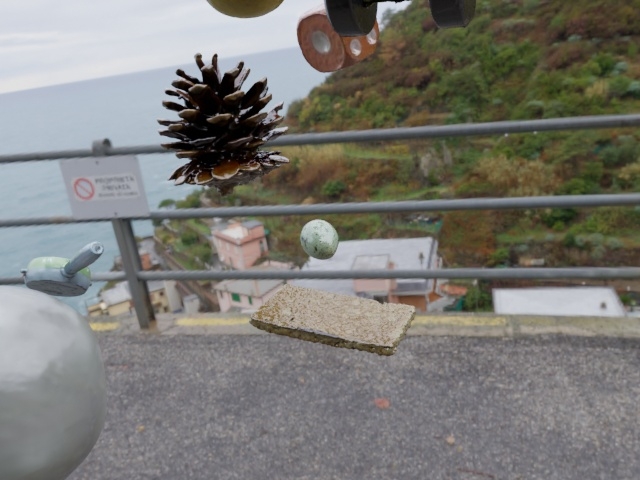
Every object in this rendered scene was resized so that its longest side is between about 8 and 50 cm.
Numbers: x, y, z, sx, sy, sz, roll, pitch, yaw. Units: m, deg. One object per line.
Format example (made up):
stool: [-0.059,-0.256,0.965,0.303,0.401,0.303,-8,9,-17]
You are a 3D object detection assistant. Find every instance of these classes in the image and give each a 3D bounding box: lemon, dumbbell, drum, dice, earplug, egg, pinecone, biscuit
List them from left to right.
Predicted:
earplug: [-0.491,0.211,0.718,0.394,0.312,0.313,-5,15,-32]
drum: [-0.449,0.058,1.043,0.253,0.049,0.130,-14,-27,31]
pinecone: [-0.177,-0.213,1.026,0.264,0.264,0.264,-8,20,3]
lemon: [-0.164,-0.574,1.222,0.208,0.169,0.170,5,23,16]
egg: [0.000,0.000,1.261,0.085,0.085,0.110,-17,35,-21]
biscuit: [0.018,0.117,0.841,0.231,0.025,0.131,8,24,24]
dice: [0.050,-0.599,1.605,0.174,0.174,0.179,5,41,46]
dumbbell: [0.186,-0.591,1.301,0.323,0.203,0.204,4,23,24]
